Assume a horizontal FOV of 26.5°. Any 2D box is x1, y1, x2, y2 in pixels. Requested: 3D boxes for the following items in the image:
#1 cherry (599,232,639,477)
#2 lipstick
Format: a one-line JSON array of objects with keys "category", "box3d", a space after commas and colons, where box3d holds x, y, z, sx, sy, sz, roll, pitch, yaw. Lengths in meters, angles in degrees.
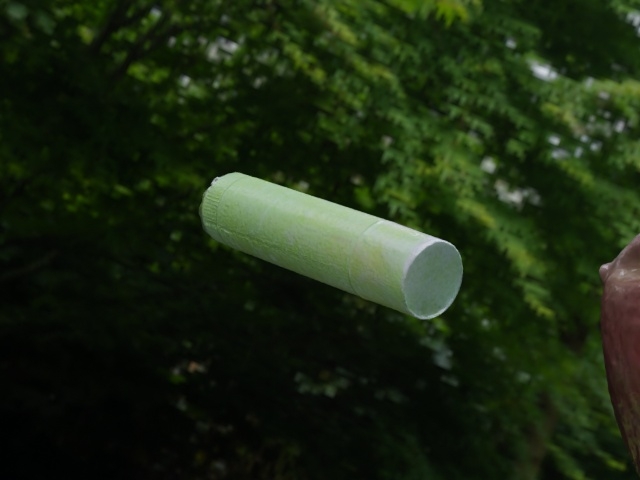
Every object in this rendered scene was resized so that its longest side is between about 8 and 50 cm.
[{"category": "cherry", "box3d": [0.280, 0.085, 0.681, 0.307, 0.261, 0.221, 23, -23, 22]}, {"category": "lipstick", "box3d": [0.000, 0.000, 1.237, 0.076, 0.076, 0.304, 32, -8, -42]}]
